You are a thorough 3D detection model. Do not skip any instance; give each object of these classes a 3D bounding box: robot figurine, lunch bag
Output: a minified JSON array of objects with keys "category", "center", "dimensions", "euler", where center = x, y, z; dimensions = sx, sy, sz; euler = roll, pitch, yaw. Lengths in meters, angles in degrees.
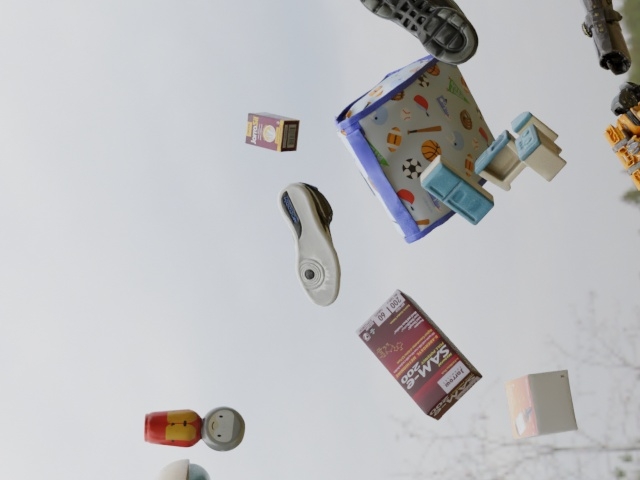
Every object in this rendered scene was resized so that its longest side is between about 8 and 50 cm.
[{"category":"robot figurine","center":[0.546,-0.151,1.728],"dimensions":[0.291,0.085,0.211],"euler":[-12,-112,-43]},{"category":"lunch bag","center":[0.207,-0.210,2.564],"dimensions":[0.328,0.239,0.385],"euler":[58,-141,-12]}]

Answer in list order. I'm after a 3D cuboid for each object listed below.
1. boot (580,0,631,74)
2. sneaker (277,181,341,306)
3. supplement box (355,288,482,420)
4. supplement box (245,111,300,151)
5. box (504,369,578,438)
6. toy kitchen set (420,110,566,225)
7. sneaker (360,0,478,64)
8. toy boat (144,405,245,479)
[{"category":"boot","center":[0.481,-0.392,1.940],"dimensions":[0.263,0.091,0.229],"euler":[-3,-105,-64]},{"category":"sneaker","center":[0.000,0.000,1.936],"dimensions":[0.121,0.079,0.217],"euler":[-23,-83,-70]},{"category":"supplement box","center":[0.194,0.227,2.244],"dimensions":[0.239,0.130,0.073],"euler":[48,-172,31]},{"category":"supplement box","center":[-0.080,-0.181,1.868],"dimensions":[0.043,0.083,0.055],"euler":[-9,-71,-49]},{"category":"box","center":[0.470,0.353,2.409],"dimensions":[0.170,0.091,0.130],"euler":[119,145,-74]},{"category":"toy kitchen set","center":[0.270,-0.111,1.789],"dimensions":[0.122,0.207,0.166],"euler":[36,-157,-12]},{"category":"sneaker","center":[0.150,-0.380,1.812],"dimensions":[0.267,0.101,0.106],"euler":[47,-159,7]},{"category":"toy boat","center":[-0.192,0.395,1.703],"dimensions":[0.267,0.148,0.318],"euler":[-99,12,-67]}]
